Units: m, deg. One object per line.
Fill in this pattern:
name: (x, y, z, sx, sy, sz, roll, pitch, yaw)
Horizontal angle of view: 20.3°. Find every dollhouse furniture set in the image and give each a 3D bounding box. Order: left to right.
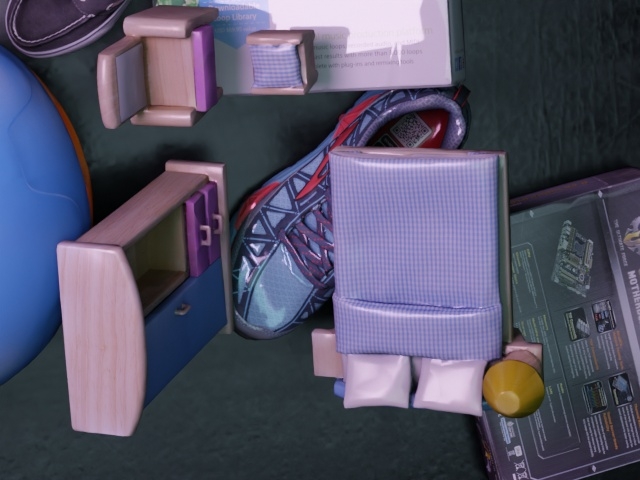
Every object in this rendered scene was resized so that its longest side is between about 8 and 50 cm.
dollhouse furniture set: (0.000, 0.000, 1.226, 0.303, 0.198, 0.286, 4, 111, 17)

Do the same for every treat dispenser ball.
treat dispenser ball: (-0.302, -0.018, 1.248, 0.288, 0.288, 0.288, -1, 98, -8)

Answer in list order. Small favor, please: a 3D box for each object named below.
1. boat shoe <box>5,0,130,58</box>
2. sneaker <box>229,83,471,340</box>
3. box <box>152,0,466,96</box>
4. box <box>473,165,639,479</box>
boat shoe: (-0.155, -0.208, 1.311, 0.228, 0.076, 0.080, -30, 88, 22)
sneaker: (0.015, -0.029, 1.373, 0.104, 0.125, 0.262, 39, 91, -11)
box: (-0.017, -0.270, 1.328, 0.232, 0.058, 0.322, -2, 97, 16)
box: (0.202, 0.074, 1.449, 0.183, 0.056, 0.231, -17, 100, -6)
